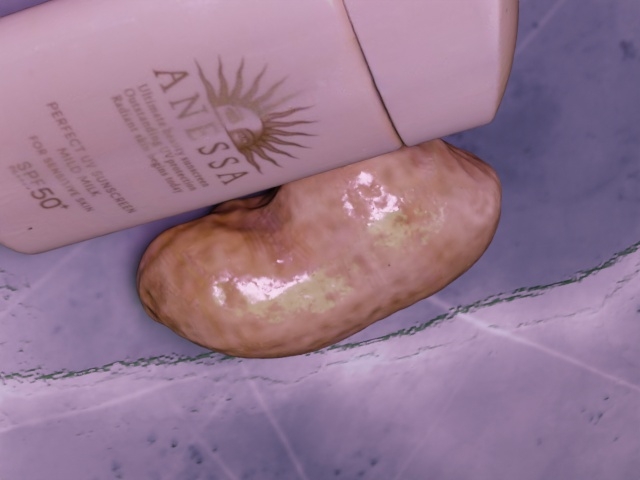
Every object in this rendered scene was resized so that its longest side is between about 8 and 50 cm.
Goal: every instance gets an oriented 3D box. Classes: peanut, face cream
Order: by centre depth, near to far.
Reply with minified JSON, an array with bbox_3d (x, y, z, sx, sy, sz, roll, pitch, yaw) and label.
[{"bbox_3d":[-0.053,-0.091,0.660,0.349,0.081,0.173,-15,140,11],"label":"face cream"},{"bbox_3d":[0.000,0.000,0.775,0.253,0.122,0.137,-29,121,2],"label":"peanut"}]
